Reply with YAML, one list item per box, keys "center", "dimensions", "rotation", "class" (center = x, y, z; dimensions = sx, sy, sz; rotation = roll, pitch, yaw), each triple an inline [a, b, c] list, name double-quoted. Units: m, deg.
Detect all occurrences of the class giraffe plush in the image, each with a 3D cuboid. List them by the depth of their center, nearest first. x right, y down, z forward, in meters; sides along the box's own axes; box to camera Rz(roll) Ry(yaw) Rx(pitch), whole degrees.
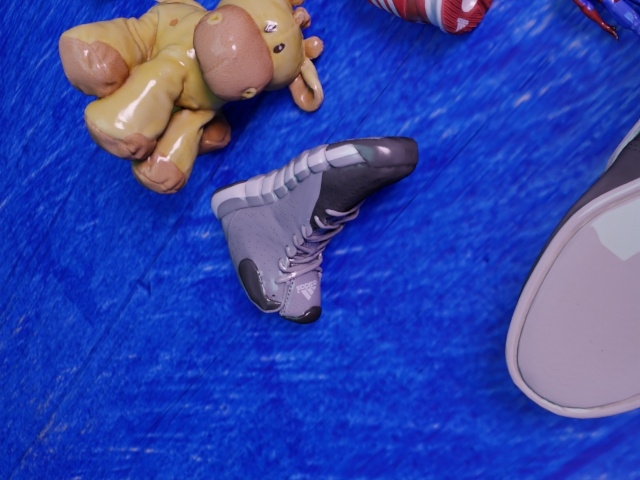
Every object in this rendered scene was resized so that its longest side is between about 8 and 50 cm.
- center: [-0.089, -0.157, 0.576]
  dimensions: [0.170, 0.181, 0.210]
  rotation: [-3, 53, 30]
  class: "giraffe plush"

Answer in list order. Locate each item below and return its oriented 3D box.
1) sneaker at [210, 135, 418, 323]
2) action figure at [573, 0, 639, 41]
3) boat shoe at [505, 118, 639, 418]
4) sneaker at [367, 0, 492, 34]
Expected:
- center: [0.000, 0.000, 0.537]
  dimensions: [0.228, 0.086, 0.132]
  rotation: [-14, 86, 50]
  class: "sneaker"
- center: [0.186, -0.147, 0.403]
  dimensions: [0.038, 0.030, 0.115]
  rotation: [-52, 59, 23]
  class: "action figure"
- center: [0.221, -0.040, 0.347]
  dimensions: [0.112, 0.095, 0.335]
  rotation: [37, 118, 19]
  class: "boat shoe"
- center: [0.078, -0.268, 0.459]
  dimensions: [0.128, 0.087, 0.221]
  rotation: [27, 106, 36]
  class: "sneaker"
